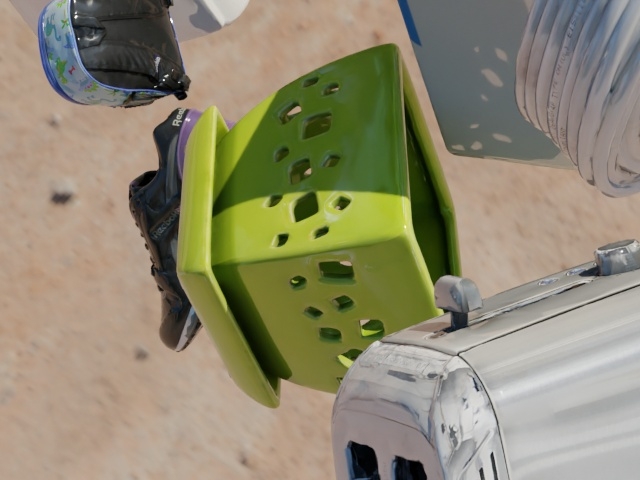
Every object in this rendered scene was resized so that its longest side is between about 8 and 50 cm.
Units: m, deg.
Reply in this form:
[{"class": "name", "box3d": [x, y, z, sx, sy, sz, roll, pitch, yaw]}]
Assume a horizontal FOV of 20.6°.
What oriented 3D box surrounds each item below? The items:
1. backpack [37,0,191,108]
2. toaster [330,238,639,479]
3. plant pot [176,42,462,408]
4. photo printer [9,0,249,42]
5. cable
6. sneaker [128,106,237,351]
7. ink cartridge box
[{"class": "backpack", "box3d": [-0.181, -0.159, 1.461, 0.084, 0.114, 0.105, -19, 80, 40]}, {"class": "toaster", "box3d": [0.095, 0.119, 0.679, 0.146, 0.129, 0.227, -11, 98, -22]}, {"class": "plant pot", "box3d": [0.000, 0.000, 1.499, 0.207, 0.227, 0.228, -11, 47, 13]}, {"class": "photo printer", "box3d": [-0.250, -0.335, 1.839, 0.256, 0.307, 0.107, -8, 43, 33]}, {"class": "cable", "box3d": [0.202, -0.147, 0.929, 0.089, 0.257, 0.257, 39, 78, 21]}, {"class": "sneaker", "box3d": [-0.146, -0.017, 1.858, 0.124, 0.107, 0.283, 23, 121, 6]}, {"class": "ink cartridge box", "box3d": [0.212, -0.295, 1.422, 0.166, 0.285, 0.395, 10, 56, 27]}]
